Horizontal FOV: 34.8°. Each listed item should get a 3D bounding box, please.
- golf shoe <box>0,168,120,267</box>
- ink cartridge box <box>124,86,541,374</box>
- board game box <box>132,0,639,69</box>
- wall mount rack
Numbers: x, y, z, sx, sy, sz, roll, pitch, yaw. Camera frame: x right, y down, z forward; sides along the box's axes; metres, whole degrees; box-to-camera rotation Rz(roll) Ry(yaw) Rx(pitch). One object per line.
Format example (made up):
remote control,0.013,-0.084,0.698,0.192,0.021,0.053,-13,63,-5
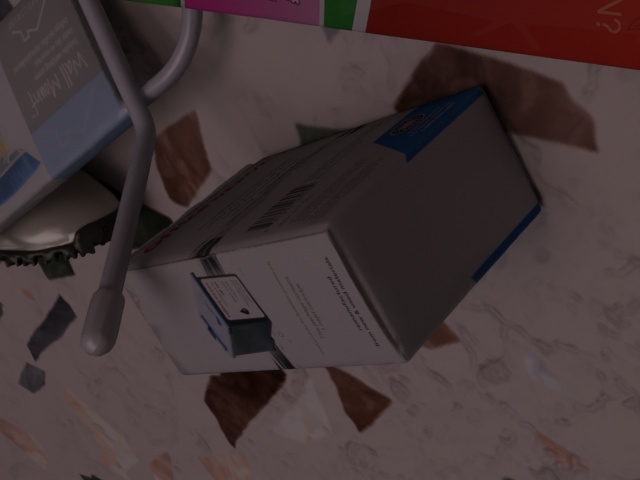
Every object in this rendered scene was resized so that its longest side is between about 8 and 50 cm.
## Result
golf shoe,-0.262,-0.065,0.801,0.272,0.105,0.120,22,127,31
ink cartridge box,0.000,0.000,0.559,0.190,0.139,0.082,-13,113,50
board game box,0.037,-0.198,0.386,0.316,0.064,0.242,14,130,28
wall mount rack,-0.210,-0.041,0.644,0.350,0.130,0.304,-32,77,35
